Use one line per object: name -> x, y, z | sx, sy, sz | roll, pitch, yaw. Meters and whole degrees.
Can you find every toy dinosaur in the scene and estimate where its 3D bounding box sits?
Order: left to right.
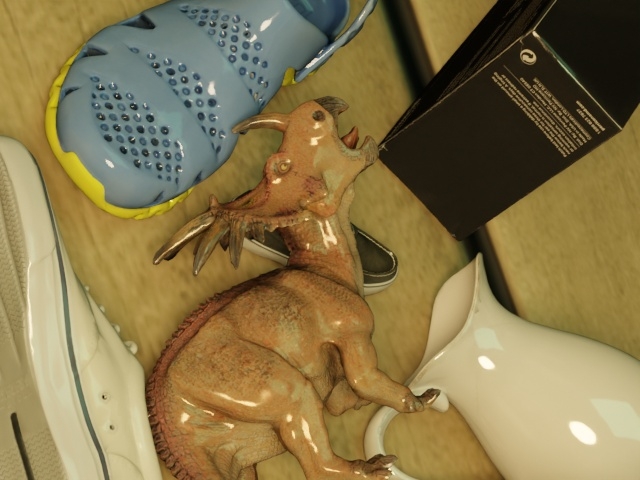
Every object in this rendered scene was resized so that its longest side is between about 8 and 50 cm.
toy dinosaur -> -0.043, 0.067, 1.184 | 0.200, 0.127, 0.295 | 44, 50, -9

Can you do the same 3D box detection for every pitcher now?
pitcher -> 0.144, 0.135, 1.308 | 0.207, 0.125, 0.178 | 36, 67, -3

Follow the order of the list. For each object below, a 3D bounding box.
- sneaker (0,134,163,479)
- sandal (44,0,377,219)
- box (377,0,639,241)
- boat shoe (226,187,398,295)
sneaker -> -0.158, 0.063, 1.124 | 0.091, 0.094, 0.258 | 0, 73, -51
sandal -> -0.062, -0.132, 1.276 | 0.126, 0.138, 0.317 | 48, 47, -8
box -> 0.179, -0.140, 1.441 | 0.103, 0.184, 0.261 | 48, 45, -9
boat shoe -> 0.000, 0.000, 1.312 | 0.142, 0.040, 0.049 | 19, 54, -29
